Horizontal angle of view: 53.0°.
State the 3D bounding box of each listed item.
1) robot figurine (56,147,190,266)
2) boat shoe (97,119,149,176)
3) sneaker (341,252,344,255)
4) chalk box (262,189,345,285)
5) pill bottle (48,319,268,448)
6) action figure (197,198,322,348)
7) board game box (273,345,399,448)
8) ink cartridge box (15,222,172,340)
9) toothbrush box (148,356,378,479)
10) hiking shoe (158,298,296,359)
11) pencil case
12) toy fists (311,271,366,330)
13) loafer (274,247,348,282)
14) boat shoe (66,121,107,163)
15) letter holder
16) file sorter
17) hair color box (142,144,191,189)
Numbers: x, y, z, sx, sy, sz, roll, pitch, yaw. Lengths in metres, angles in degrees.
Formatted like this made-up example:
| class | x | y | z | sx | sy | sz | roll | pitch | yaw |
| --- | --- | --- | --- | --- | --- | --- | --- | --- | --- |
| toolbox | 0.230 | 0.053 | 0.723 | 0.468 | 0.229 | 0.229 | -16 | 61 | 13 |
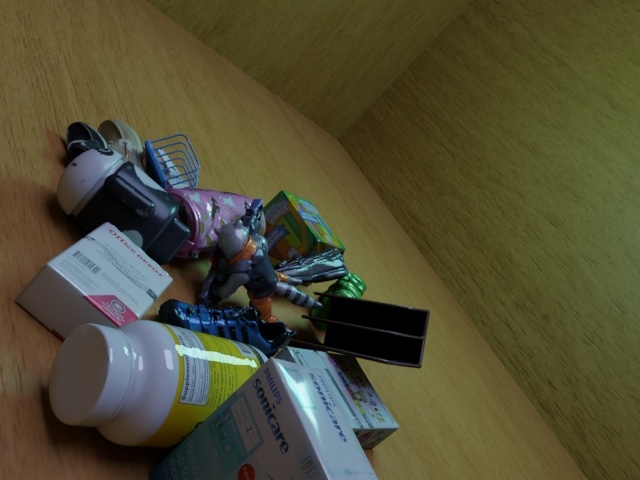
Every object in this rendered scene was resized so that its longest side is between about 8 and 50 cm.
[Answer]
| class | x | y | z | sx | sy | sz | roll | pitch | yaw |
| --- | --- | --- | --- | --- | --- | --- | --- | --- | --- |
| robot figurine | -0.408 | -0.068 | 1.341 | 0.278 | 0.209 | 0.174 | 41 | 30 | -15 |
| boat shoe | -0.498 | -0.197 | 1.562 | 0.098 | 0.109 | 0.302 | 26 | 31 | -52 |
| sneaker | 0.000 | 0.000 | 2.350 | 0.215 | 0.083 | 0.084 | 43 | 18 | -4 |
| chalk box | -0.095 | -0.029 | 2.018 | 0.289 | 0.180 | 0.179 | 53 | 17 | 27 |
| pill bottle | -0.240 | 0.232 | 1.019 | 0.334 | 0.188 | 0.188 | 26 | 26 | -48 |
| action figure | -0.136 | 0.051 | 1.560 | 0.330 | 0.178 | 0.341 | 52 | 46 | -41 |
| board game box | 0.029 | 0.373 | 1.507 | 0.303 | 0.097 | 0.224 | 22 | 29 | -53 |
| ink cartridge box | -0.391 | 0.086 | 1.148 | 0.172 | 0.100 | 0.237 | 43 | 17 | -8 |
| toothbrush box | -0.087 | 0.349 | 0.922 | 0.126 | 0.295 | 0.216 | 27 | 25 | -48 |
| hiking shoe | -0.199 | 0.173 | 1.355 | 0.304 | 0.132 | 0.113 | 31 | 22 | -42 |
| pencil case | -0.280 | -0.045 | 1.638 | 0.160 | 0.167 | 0.386 | 17 | 8 | 18 |
| toy fists | 0.061 | 0.171 | 1.959 | 0.096 | 0.142 | 0.279 | 56 | 15 | -3 |
| loafer | -0.053 | 0.079 | 1.846 | 0.302 | 0.109 | 0.095 | -5 | 77 | -39 |
| boat shoe | -0.542 | -0.204 | 1.481 | 0.233 | 0.084 | 0.079 | 59 | 4 | 34 |
| letter holder | 0.092 | 0.222 | 1.648 | 0.301 | 0.152 | 0.214 | 6 | -7 | 35 |
| file sorter | -0.373 | -0.173 | 1.619 | 0.118 | 0.104 | 0.170 | 63 | -22 | 15 |
| hair color box | -0.434 | -0.181 | 1.769 | 0.167 | 0.053 | 0.093 | 50 | 17 | 19 |
